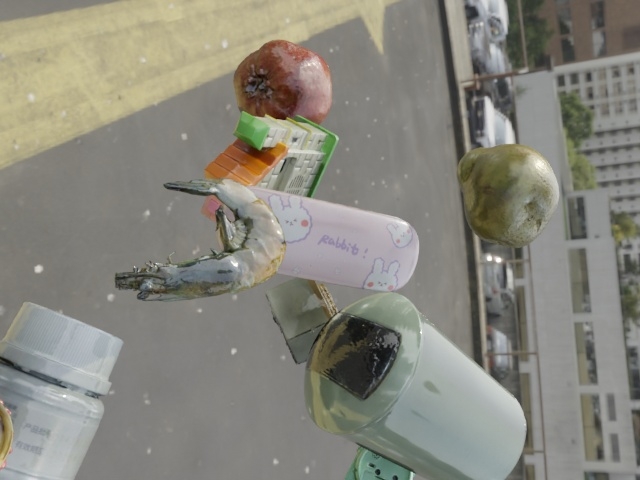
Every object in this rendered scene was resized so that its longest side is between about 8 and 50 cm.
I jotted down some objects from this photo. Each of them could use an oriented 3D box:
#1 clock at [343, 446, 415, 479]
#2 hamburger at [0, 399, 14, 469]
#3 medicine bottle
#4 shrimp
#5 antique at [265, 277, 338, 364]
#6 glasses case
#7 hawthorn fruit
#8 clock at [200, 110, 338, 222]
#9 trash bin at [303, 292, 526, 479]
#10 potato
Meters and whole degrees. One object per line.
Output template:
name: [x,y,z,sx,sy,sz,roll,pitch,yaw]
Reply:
clock: [0.138,0.512,1.496,0.060,0.148,0.189,91,19,-70]
hamburger: [-0.539,0.283,0.950,0.175,0.137,0.175,24,59,-48]
medicine bottle: [-0.524,0.291,1.252,0.245,0.245,0.306,47,61,-56]
shrimp: [-0.146,-0.002,0.810,0.217,0.051,0.150,-13,82,-28]
antique: [-0.033,0.183,1.594,0.147,0.148,0.152,77,-12,-57]
glasses case: [0.000,0.000,0.963,0.075,0.296,0.113,-151,-108,-73]
hawthorn fruit: [-0.065,-0.315,1.427,0.253,0.205,0.205,-15,99,-62]
clock: [-0.105,-0.118,1.223,0.255,0.106,0.220,-9,128,-62]
trash bin: [0.172,0.294,1.288,0.432,0.280,0.280,38,46,-30]
potato: [0.282,-0.080,1.051,0.194,0.157,0.157,-120,-174,-54]
